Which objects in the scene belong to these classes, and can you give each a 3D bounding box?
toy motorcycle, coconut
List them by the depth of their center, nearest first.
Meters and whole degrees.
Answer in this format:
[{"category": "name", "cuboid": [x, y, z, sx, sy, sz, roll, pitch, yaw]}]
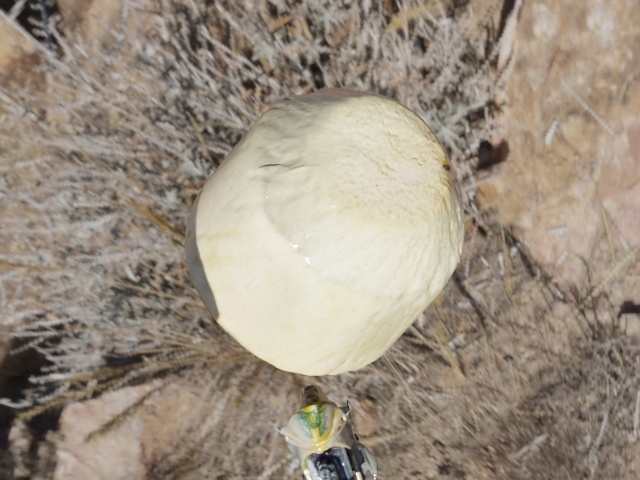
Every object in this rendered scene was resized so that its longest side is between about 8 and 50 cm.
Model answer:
[{"category": "coconut", "cuboid": [0.000, 0.000, 1.185, 0.328, 0.329, 0.329, -5, 71, 15]}, {"category": "toy motorcycle", "cuboid": [0.005, 0.224, 1.248, 0.094, 0.229, 0.130, -21, 104, 1]}]
